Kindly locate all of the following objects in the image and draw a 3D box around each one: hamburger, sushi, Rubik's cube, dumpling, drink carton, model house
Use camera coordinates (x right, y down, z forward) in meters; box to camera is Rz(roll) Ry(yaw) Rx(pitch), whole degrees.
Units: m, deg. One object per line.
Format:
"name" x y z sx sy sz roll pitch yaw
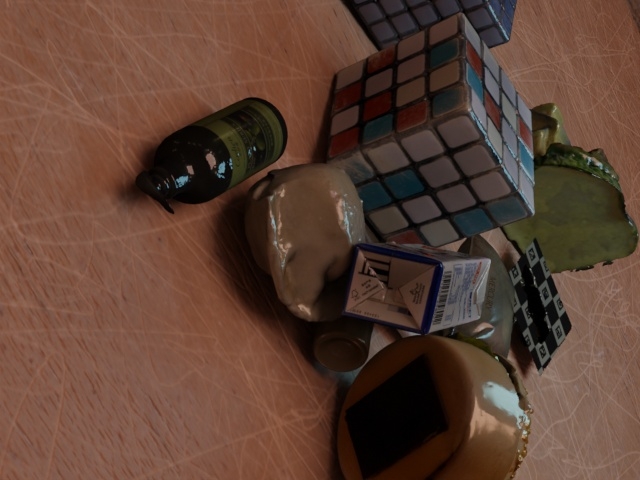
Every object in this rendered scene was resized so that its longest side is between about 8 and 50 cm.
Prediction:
"hamburger" 0.164 0.273 1.691 0.170 0.302 0.302 31 50 -37
"sushi" 0.408 0.131 2.347 0.192 0.050 0.215 -43 115 -49
"Rubik's cube" 0.182 -0.165 1.933 0.259 0.256 0.253 48 33 -36
"Rubik's cube" 0.206 -0.474 2.153 0.237 0.238 0.237 51 37 -34
"dumpling" 0.003 -0.001 1.671 0.243 0.175 0.227 -17 89 -30
"drink carton" 0.148 0.063 1.729 0.315 0.130 0.106 -1 104 -69
"model house" 0.501 -0.127 2.423 0.321 0.261 0.266 54 34 -35

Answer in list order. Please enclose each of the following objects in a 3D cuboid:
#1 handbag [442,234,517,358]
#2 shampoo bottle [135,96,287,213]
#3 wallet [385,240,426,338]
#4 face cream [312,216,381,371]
"handbag" 0.285 0.130 2.106 0.182 0.117 0.270 58 35 -37
"shampoo bottle" -0.147 -0.109 1.563 0.284 0.101 0.101 -37 106 -56
"wallet" 0.139 0.096 1.943 0.183 0.032 0.124 55 34 -43
"face cream" 0.049 0.053 1.821 0.137 0.084 0.341 54 28 -30
